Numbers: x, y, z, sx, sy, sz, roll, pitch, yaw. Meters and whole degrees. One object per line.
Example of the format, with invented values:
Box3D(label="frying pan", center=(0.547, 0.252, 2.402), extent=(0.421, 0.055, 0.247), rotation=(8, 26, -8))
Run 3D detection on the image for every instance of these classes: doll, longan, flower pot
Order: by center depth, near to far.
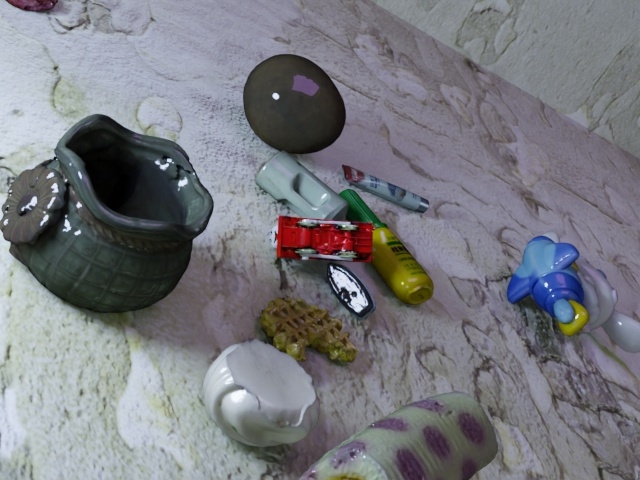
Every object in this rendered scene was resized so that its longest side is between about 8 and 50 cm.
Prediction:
Box3D(label="flower pot", center=(-0.329, -0.043, 1.560), extent=(0.301, 0.213, 0.302), rotation=(28, 28, -17))
Box3D(label="longan", center=(-0.063, -0.311, 2.301), extent=(0.246, 0.215, 0.246), rotation=(37, 39, -36))
Box3D(label="doll", center=(0.589, 0.103, 2.429), extent=(0.376, 0.187, 0.365), rotation=(32, 13, 35))

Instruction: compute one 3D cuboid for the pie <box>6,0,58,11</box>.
Box3D(label="pie", center=(-0.633, -0.535, 2.194), extent=(0.153, 0.038, 0.154), rotation=(31, 26, -16))

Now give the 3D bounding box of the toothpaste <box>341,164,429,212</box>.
Box3D(label="toothpaste", center=(0.153, -0.121, 2.446), extent=(0.239, 0.039, 0.062), rotation=(21, 37, -23))

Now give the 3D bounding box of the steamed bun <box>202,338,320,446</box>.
Box3D(label="steamed bun", center=(-0.091, 0.234, 1.514), extent=(0.182, 0.106, 0.183), rotation=(27, 24, -14))

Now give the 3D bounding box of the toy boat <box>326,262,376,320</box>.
Box3D(label="toy boat", center=(0.056, 0.094, 1.970), extent=(0.140, 0.059, 0.066), rotation=(50, 1, 26))

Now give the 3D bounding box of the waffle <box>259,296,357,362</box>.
Box3D(label="waffle", center=(-0.022, 0.164, 1.766), extent=(0.194, 0.051, 0.149), rotation=(18, 32, -41))

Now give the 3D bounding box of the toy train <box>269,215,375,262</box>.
Box3D(label="toy train", center=(0.000, 0.000, 1.984), extent=(0.203, 0.083, 0.131), rotation=(4, -1, -25))

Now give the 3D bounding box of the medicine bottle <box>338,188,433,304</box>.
Box3D(label="medicine bottle", center=(0.126, 0.010, 2.161), extent=(0.111, 0.076, 0.309), rotation=(20, 28, -54))

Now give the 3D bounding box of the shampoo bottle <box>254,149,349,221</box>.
Box3D(label="shampoo bottle", center=(-0.017, -0.082, 2.127), extent=(0.234, 0.087, 0.118), rotation=(39, 24, 6))

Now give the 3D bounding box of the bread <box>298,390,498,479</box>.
Box3D(label="bread", center=(0.113, 0.334, 1.500), extent=(0.155, 0.187, 0.338), rotation=(53, 31, 17))
